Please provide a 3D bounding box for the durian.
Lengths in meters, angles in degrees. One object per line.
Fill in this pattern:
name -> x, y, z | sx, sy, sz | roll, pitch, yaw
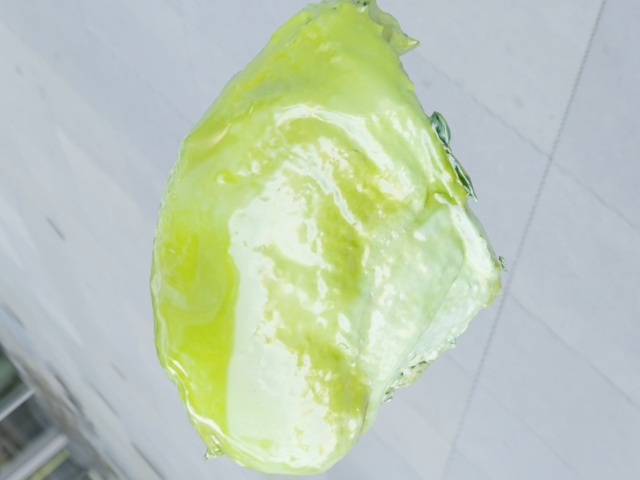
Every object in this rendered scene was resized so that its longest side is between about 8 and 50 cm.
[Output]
durian -> 0.000, 0.000, 0.807 | 0.256, 0.339, 0.204 | 45, 170, -1
